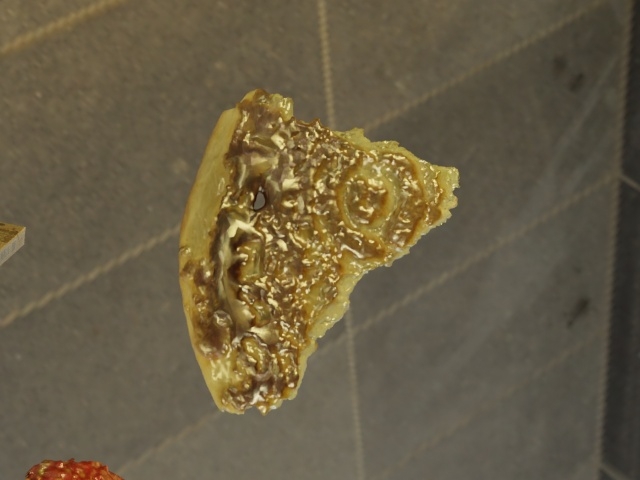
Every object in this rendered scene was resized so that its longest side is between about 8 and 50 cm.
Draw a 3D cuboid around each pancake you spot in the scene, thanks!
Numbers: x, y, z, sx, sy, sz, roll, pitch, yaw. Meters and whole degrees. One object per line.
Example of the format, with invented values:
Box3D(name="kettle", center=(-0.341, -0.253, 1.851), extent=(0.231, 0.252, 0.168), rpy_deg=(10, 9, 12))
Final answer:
Box3D(name="pancake", center=(0.000, 0.000, 1.320), extent=(0.245, 0.266, 0.057), rpy_deg=(-11, 178, -1))

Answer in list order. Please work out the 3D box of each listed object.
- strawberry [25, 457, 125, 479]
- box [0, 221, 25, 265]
Box3D(name="strawberry", center=(-0.182, 0.293, 1.376), extent=(0.208, 0.087, 0.167), rpy_deg=(43, 65, -34))
Box3D(name="box", center=(-0.360, 0.004, 1.721), extent=(0.083, 0.053, 0.024), rpy_deg=(-63, 163, -65))
